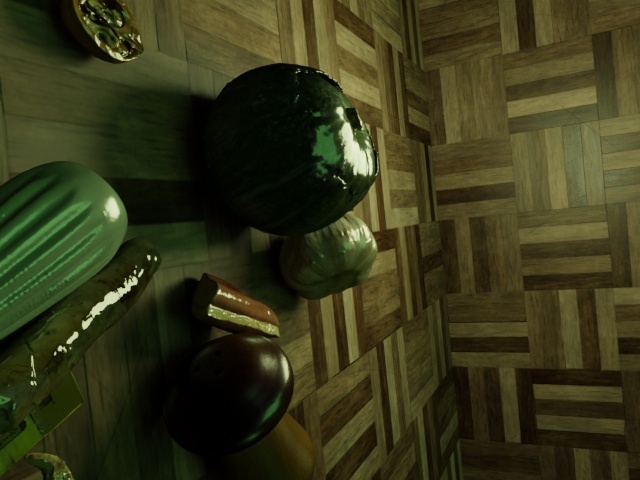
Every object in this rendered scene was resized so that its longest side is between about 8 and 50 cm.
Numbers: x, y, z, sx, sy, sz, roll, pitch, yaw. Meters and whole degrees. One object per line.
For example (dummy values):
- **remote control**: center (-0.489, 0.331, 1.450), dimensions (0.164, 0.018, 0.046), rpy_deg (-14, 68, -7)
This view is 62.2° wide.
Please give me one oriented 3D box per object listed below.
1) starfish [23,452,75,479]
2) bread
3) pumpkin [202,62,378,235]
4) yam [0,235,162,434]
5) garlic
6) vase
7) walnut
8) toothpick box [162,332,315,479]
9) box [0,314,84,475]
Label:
- **starfish**: center (-0.248, 0.367, 0.514), dimensions (0.299, 0.060, 0.302), rpy_deg (-36, 90, -44)
- **bread**: center (-0.150, 0.107, 0.847), dimensions (0.067, 0.119, 0.192), rpy_deg (-58, 145, -5)
- **pumpkin**: center (-0.044, -0.159, 0.939), dimensions (0.291, 0.257, 0.327), rpy_deg (63, 20, -6)
- **yam**: center (-0.265, 0.086, 0.591), dimensions (0.067, 0.071, 0.317), rpy_deg (40, 26, -10)
- **garlic**: center (0.000, 0.000, 1.114), dimensions (0.218, 0.218, 0.212), rpy_deg (38, 23, -56)
- **vase**: center (-0.307, 0.026, 0.518), dimensions (0.248, 0.128, 0.128), rpy_deg (-55, 134, -41)
- **walnut**: center (-0.287, -0.276, 0.683), dimensions (0.121, 0.052, 0.091), rpy_deg (38, 51, -59)
- **toothpick box**: center (-0.112, 0.280, 0.806), dimensions (0.192, 0.192, 0.294), rpy_deg (-64, 147, -46)
- **box**: center (-0.337, 0.174, 0.529), dimensions (0.193, 0.030, 0.121), rpy_deg (-47, 128, -56)
